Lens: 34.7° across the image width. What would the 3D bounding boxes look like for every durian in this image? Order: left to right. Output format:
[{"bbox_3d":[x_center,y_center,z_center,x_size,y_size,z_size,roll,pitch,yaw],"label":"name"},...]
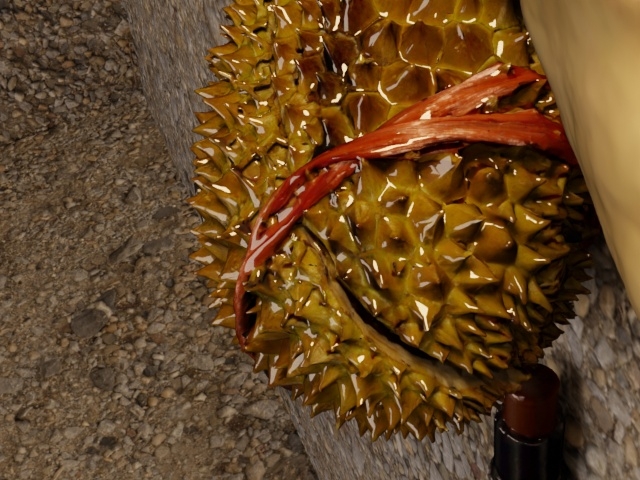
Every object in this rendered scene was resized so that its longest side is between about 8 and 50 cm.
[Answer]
[{"bbox_3d":[0.055,-0.047,0.737,0.347,0.347,0.384,95,-177,-61],"label":"durian"}]

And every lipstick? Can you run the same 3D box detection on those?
[{"bbox_3d":[0.203,0.227,1.008,0.081,0.081,0.300,-123,17,-45],"label":"lipstick"}]

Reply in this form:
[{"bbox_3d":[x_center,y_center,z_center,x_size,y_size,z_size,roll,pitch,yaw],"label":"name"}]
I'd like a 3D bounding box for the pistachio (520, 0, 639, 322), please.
[{"bbox_3d":[0.191,-0.055,0.349,0.238,0.229,0.321,39,-164,-33],"label":"pistachio"}]

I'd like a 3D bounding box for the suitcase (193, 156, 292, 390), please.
[{"bbox_3d":[0.000,0.000,1.150,0.161,0.236,0.297,-149,41,-71],"label":"suitcase"}]
